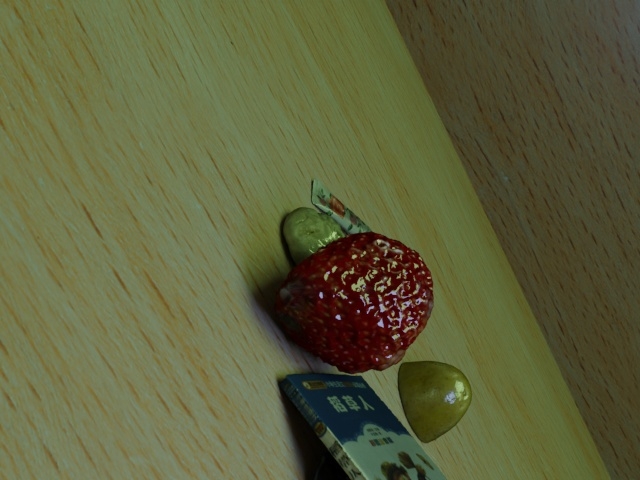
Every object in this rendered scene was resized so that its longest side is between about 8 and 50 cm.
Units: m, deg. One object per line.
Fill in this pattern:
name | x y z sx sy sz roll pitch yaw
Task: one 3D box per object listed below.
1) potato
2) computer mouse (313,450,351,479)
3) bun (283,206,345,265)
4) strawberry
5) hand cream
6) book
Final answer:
potato | 0.297 0.383 2.120 0.178 0.158 0.203 40 40 -45
computer mouse | 0.022 0.481 1.570 0.106 0.062 0.192 42 29 -43
bun | 0.000 0.000 1.876 0.183 0.102 0.183 48 28 -36
strawberry | 0.072 0.133 1.700 0.292 0.291 0.310 65 28 -6
hand cream | 0.055 -0.060 2.118 0.234 0.050 0.080 41 39 -36
book | 0.126 0.419 1.628 0.428 0.039 0.300 49 17 27
